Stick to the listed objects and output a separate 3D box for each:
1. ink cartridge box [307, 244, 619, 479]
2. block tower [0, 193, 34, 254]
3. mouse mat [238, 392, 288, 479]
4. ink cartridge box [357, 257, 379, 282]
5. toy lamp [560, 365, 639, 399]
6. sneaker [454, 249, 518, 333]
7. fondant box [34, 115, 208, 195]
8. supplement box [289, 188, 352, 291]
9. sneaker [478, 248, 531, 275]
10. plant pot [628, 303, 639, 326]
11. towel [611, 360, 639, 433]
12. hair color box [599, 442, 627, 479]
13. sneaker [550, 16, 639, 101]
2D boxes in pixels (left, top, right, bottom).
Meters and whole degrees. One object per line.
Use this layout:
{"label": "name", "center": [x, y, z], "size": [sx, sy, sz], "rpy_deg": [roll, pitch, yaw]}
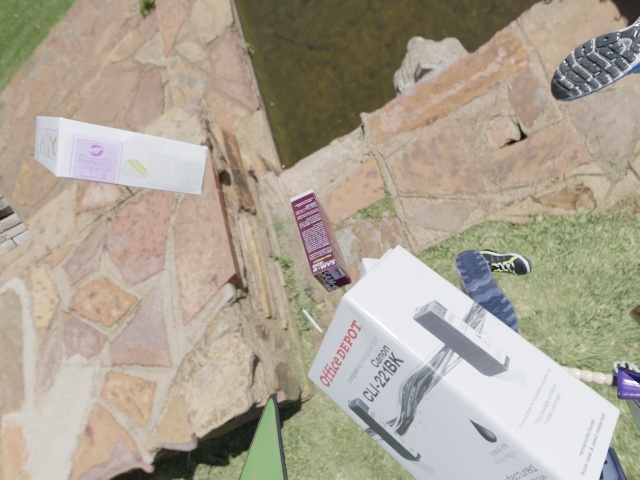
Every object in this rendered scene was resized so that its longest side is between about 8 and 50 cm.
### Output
{"label": "ink cartridge box", "center": [0.132, 0.169, 0.486], "size": [0.272, 0.114, 0.197], "rpy_deg": [39, 140, 19]}
{"label": "block tower", "center": [-0.614, -0.126, 0.687], "size": [0.091, 0.336, 0.097], "rpy_deg": [-39, 36, -29]}
{"label": "mouse mat", "center": [-0.038, 0.229, 0.300], "size": [0.190, 0.007, 0.153], "rpy_deg": [-111, 33, -51]}
{"label": "ink cartridge box", "center": [0.153, 0.226, 1.090], "size": [0.131, 0.226, 0.307], "rpy_deg": [8, 107, -5]}
{"label": "toy lamp", "center": [0.650, 0.337, 1.059], "size": [0.274, 0.080, 0.080], "rpy_deg": [0, 77, 39]}
{"label": "sneaker", "center": [0.415, 0.163, 1.062], "size": [0.105, 0.115, 0.282], "rpy_deg": [-15, 57, 15]}
{"label": "fondant box", "center": [-0.400, -0.169, 0.834], "size": [0.330, 0.238, 0.096], "rpy_deg": [19, 101, 50]}
{"label": "supplement box", "center": [0.000, 0.000, 1.119], "size": [0.073, 0.130, 0.240], "rpy_deg": [-24, 58, 9]}
{"label": "sneaker", "center": [0.652, 0.096, 1.567], "size": [0.097, 0.084, 0.234], "rpy_deg": [-30, 19, -23]}
{"label": "plant pot", "center": [0.805, 0.197, 0.829], "size": [0.237, 0.237, 0.254], "rpy_deg": [-34, 57, 17]}
{"label": "towel", "center": [1.007, 0.576, 1.244], "size": [0.090, 0.320, 0.375], "rpy_deg": [-30, 94, 18]}
{"label": "hair color box", "center": [0.405, 0.436, 0.683], "size": [0.173, 0.105, 0.348], "rpy_deg": [-19, 70, 13]}
{"label": "sneaker", "center": [0.725, -0.429, 1.018], "size": [0.329, 0.147, 0.130], "rpy_deg": [-28, 64, 24]}
